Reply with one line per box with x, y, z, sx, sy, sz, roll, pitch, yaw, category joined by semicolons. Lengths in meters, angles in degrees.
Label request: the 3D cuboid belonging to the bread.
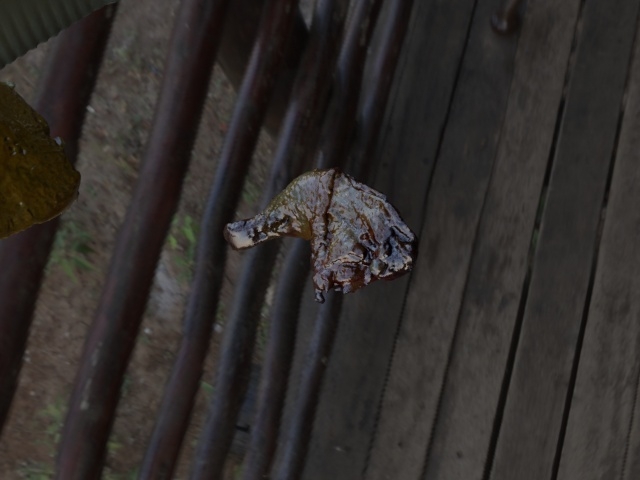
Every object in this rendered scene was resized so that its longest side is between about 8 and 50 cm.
-0.493;-0.118;1.418;0.250;0.225;0.279;-32;99;-35;bread

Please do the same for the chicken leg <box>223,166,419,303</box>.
0.004;-0.012;1.491;0.322;0.083;0.177;29;90;37;chicken leg

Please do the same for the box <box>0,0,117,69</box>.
-0.315;-0.271;1.020;0.274;0.178;0.138;-35;60;-14;box
